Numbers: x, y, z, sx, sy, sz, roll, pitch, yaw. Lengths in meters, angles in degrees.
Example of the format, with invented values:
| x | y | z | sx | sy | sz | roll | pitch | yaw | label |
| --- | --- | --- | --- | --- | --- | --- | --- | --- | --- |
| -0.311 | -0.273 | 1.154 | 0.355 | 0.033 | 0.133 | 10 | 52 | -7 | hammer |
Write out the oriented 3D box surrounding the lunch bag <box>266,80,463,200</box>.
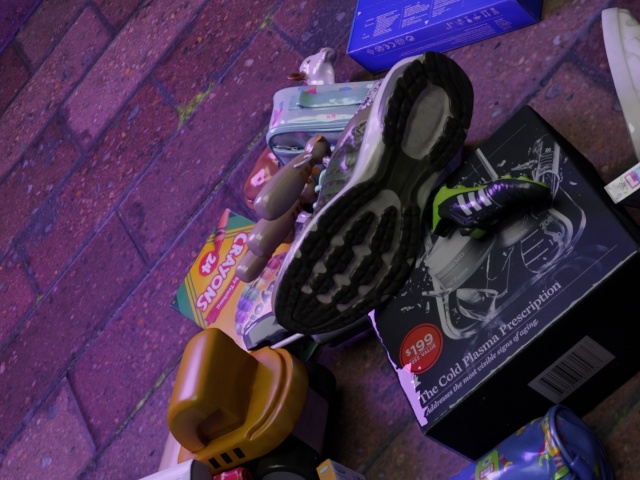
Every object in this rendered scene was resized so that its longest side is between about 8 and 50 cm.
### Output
| x | y | z | sx | sy | sz | roll | pitch | yaw | label |
| --- | --- | --- | --- | --- | --- | --- | --- | --- | --- |
| 0.061 | -0.149 | 1.762 | 0.279 | 0.224 | 0.107 | -3 | 63 | 22 | lunch bag |

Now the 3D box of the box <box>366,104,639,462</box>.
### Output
| x | y | z | sx | sy | sz | roll | pitch | yaw | label |
| --- | --- | --- | --- | --- | --- | --- | --- | --- | --- |
| 0.248 | 0.063 | 1.498 | 0.343 | 0.179 | 0.312 | -44 | 39 | 16 | box |

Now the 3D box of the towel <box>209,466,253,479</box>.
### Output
| x | y | z | sx | sy | sz | roll | pitch | yaw | label |
| --- | --- | --- | --- | --- | --- | --- | --- | --- | --- |
| -0.157 | 0.441 | 1.673 | 0.275 | 0.198 | 0.031 | -27 | 9 | 33 | towel |

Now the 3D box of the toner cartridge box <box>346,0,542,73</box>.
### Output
| x | y | z | sx | sy | sz | roll | pitch | yaw | label |
| --- | --- | --- | --- | --- | --- | --- | --- | --- | --- |
| 0.208 | -0.401 | 1.939 | 0.348 | 0.075 | 0.165 | -10 | 56 | 42 | toner cartridge box |

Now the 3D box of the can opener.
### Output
| x | y | z | sx | sy | sz | roll | pitch | yaw | label |
| --- | --- | --- | --- | --- | --- | --- | --- | --- | --- |
| 0.007 | 0.109 | 1.751 | 0.283 | 0.076 | 0.095 | -29 | 71 | 16 | can opener |

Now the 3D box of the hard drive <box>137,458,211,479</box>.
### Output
| x | y | z | sx | sy | sz | roll | pitch | yaw | label |
| --- | --- | --- | --- | --- | --- | --- | --- | --- | --- |
| -0.300 | 0.465 | 1.623 | 0.353 | 0.047 | 0.233 | -25 | 49 | 27 | hard drive |

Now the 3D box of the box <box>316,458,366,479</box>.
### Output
| x | y | z | sx | sy | sz | roll | pitch | yaw | label |
| --- | --- | --- | --- | --- | --- | --- | --- | --- | --- |
| 0.042 | 0.356 | 1.590 | 0.028 | 0.081 | 0.136 | -40 | 42 | 20 | box |

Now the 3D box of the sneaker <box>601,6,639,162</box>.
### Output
| x | y | z | sx | sy | sz | roll | pitch | yaw | label |
| --- | --- | --- | --- | --- | --- | --- | --- | --- | --- |
| 0.471 | -0.227 | 1.541 | 0.169 | 0.108 | 0.292 | -18 | 43 | 16 | sneaker |

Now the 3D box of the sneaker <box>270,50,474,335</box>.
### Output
| x | y | z | sx | sy | sz | roll | pitch | yaw | label |
| --- | --- | --- | --- | --- | --- | --- | --- | --- | --- |
| 0.052 | -0.060 | 1.560 | 0.410 | 0.158 | 0.182 | -59 | 24 | -8 | sneaker |

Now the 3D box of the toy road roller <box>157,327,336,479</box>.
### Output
| x | y | z | sx | sy | sz | roll | pitch | yaw | label |
| --- | --- | --- | --- | --- | --- | --- | --- | --- | --- |
| -0.149 | 0.264 | 1.705 | 0.330 | 0.240 | 0.202 | -28 | 34 | 34 | toy road roller |

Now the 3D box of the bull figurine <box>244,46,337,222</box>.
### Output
| x | y | z | sx | sy | sz | roll | pitch | yaw | label |
| --- | --- | --- | --- | --- | --- | --- | --- | --- | --- |
| -0.016 | -0.174 | 1.997 | 0.188 | 0.101 | 0.310 | 29 | 91 | 45 | bull figurine |

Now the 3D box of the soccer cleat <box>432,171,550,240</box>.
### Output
| x | y | z | sx | sy | sz | roll | pitch | yaw | label |
| --- | --- | --- | --- | --- | --- | --- | --- | --- | --- |
| 0.207 | -0.038 | 1.427 | 0.179 | 0.060 | 0.072 | -8 | 68 | 51 | soccer cleat |

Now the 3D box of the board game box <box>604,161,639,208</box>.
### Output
| x | y | z | sx | sy | sz | roll | pitch | yaw | label |
| --- | --- | --- | --- | --- | --- | --- | --- | --- | --- |
| 0.419 | -0.080 | 1.441 | 0.103 | 0.154 | 0.026 | -38 | 72 | 22 | board game box |

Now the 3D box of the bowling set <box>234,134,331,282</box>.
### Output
| x | y | z | sx | sy | sz | roll | pitch | yaw | label |
| --- | --- | --- | --- | --- | --- | --- | --- | --- | --- |
| 0.000 | 0.000 | 1.730 | 0.154 | 0.200 | 0.287 | -50 | -5 | -27 | bowling set |

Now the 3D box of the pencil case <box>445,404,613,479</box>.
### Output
| x | y | z | sx | sy | sz | roll | pitch | yaw | label |
| --- | --- | --- | --- | --- | --- | --- | --- | --- | --- |
| 0.205 | 0.326 | 1.405 | 0.306 | 0.119 | 0.133 | -40 | 13 | 20 | pencil case |

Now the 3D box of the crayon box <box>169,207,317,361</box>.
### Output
| x | y | z | sx | sy | sz | roll | pitch | yaw | label |
| --- | --- | --- | --- | --- | --- | --- | --- | --- | --- |
| -0.101 | 0.085 | 1.927 | 0.319 | 0.081 | 0.202 | 25 | 83 | 51 | crayon box |
